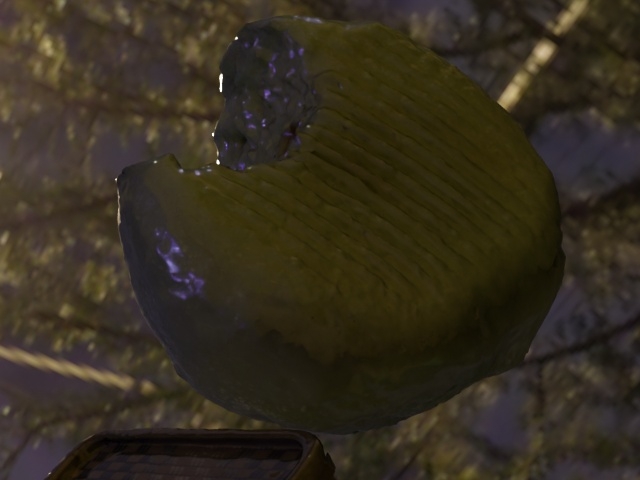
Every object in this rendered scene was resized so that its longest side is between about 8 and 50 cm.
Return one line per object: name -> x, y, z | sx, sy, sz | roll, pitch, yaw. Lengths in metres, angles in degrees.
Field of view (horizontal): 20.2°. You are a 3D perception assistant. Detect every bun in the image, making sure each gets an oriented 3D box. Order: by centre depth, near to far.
bun -> 0.000, 0.000, 0.815 | 0.212, 0.126, 0.204 | -21, -120, -35

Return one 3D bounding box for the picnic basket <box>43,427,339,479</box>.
picnic basket -> -0.077, 0.200, 0.645 | 0.267, 0.165, 0.139 | -48, -65, -32
